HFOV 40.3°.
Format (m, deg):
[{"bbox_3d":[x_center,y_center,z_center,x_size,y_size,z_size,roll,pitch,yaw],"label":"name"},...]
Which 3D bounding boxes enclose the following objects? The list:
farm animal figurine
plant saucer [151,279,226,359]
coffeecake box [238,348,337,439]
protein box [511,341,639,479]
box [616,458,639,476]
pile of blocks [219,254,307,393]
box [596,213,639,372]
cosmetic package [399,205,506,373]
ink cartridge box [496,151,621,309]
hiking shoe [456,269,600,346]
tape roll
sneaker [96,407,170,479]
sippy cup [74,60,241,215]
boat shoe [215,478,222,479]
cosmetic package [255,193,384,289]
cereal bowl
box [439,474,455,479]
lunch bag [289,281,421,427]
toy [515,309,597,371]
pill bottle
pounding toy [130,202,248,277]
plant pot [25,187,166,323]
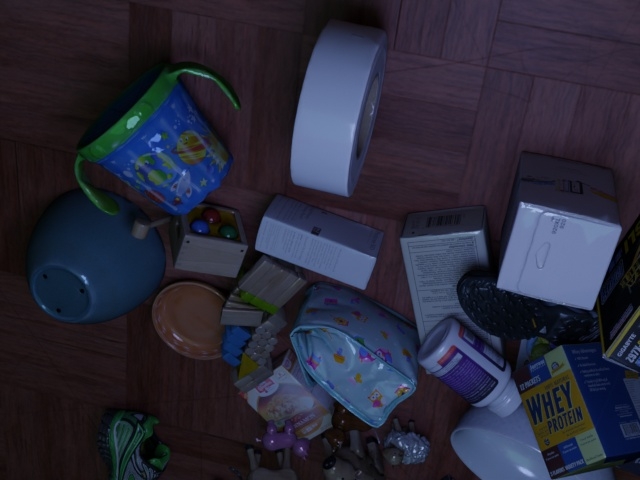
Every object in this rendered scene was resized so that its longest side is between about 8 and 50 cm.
[{"bbox_3d":[0.028,0.486,1.858,0.330,0.172,0.327,-37,134,29],"label":"farm animal figurine"},{"bbox_3d":[-0.268,0.169,1.903,0.200,0.037,0.199,6,119,10],"label":"plant saucer"},{"bbox_3d":[-0.064,0.351,1.930,0.142,0.068,0.185,-37,104,29],"label":"coffeecake box"},{"bbox_3d":[0.489,0.299,1.567,0.200,0.201,0.136,1,151,-34],"label":"protein box"},{"bbox_3d":[0.771,0.321,1.637,0.313,0.179,0.343,26,121,1],"label":"box"},{"bbox_3d":[-0.144,0.151,1.807,0.149,0.112,0.362,7,125,-17],"label":"pile of blocks"},{"bbox_3d":[0.585,0.027,1.482,0.079,0.257,0.322,25,121,1],"label":"box"},{"bbox_3d":[0.261,0.099,1.687,0.160,0.113,0.309,-5,117,16],"label":"cosmetic package"},{"bbox_3d":[0.409,-0.022,1.513,0.168,0.232,0.171,13,120,8],"label":"ink cartridge box"},{"bbox_3d":[0.370,0.114,1.599,0.304,0.132,0.113,20,118,-21],"label":"hiking shoe"},{"bbox_3d":[0.035,-0.221,1.474,0.100,0.286,0.286,14,120,8],"label":"tape roll"},{"bbox_3d":[-0.433,0.564,2.102,0.146,0.134,0.343,0,117,13],"label":"sneaker"},{"bbox_3d":[-0.293,-0.174,1.631,0.305,0.240,0.224,-19,125,46],"label":"sippy cup"},{"bbox_3d":[-0.228,0.676,2.144,0.073,0.073,0.207,-21,110,21],"label":"boat shoe"},{"bbox_3d":[0.000,0.000,1.698,0.231,0.117,0.085,18,119,3],"label":"cosmetic package"},{"bbox_3d":[0.442,0.425,1.757,0.339,0.141,0.339,31,155,16],"label":"cereal bowl"},{"bbox_3d":[0.247,0.689,1.988,0.165,0.143,0.270,43,120,-8],"label":"box"},{"bbox_3d":[0.062,0.207,1.730,0.262,0.223,0.160,35,115,-4],"label":"lunch bag"},{"bbox_3d":[0.466,0.241,1.743,0.137,0.056,0.237,9,119,8],"label":"toy"},{"bbox_3d":[0.286,0.242,1.630,0.193,0.108,0.108,39,120,-8],"label":"pill bottle"},{"bbox_3d":[-0.263,-0.031,1.725,0.206,0.181,0.094,10,123,-22],"label":"pounding toy"},{"bbox_3d":[-0.493,0.061,1.811,0.290,0.195,0.290,6,118,11],"label":"plant pot"}]
